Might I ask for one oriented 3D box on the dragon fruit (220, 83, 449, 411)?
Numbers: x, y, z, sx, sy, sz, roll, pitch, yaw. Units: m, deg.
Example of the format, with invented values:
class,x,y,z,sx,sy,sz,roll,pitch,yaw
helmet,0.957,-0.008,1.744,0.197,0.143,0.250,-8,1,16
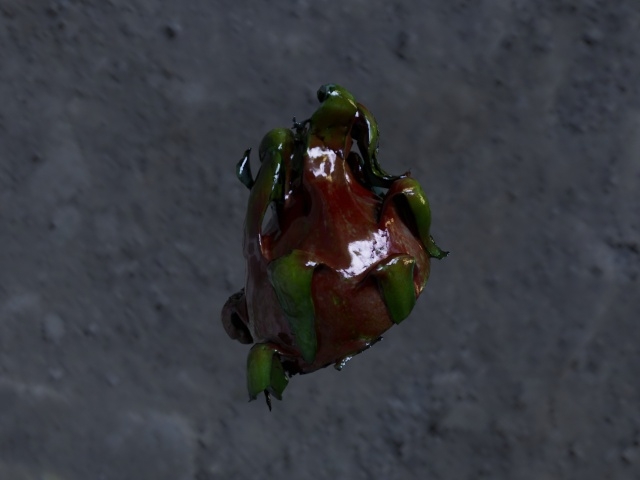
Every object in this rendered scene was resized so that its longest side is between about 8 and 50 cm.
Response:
class,x,y,z,sx,sy,sz,roll,pitch,yaw
dragon fruit,0.000,0.000,1.125,0.142,0.138,0.175,-19,97,-67
